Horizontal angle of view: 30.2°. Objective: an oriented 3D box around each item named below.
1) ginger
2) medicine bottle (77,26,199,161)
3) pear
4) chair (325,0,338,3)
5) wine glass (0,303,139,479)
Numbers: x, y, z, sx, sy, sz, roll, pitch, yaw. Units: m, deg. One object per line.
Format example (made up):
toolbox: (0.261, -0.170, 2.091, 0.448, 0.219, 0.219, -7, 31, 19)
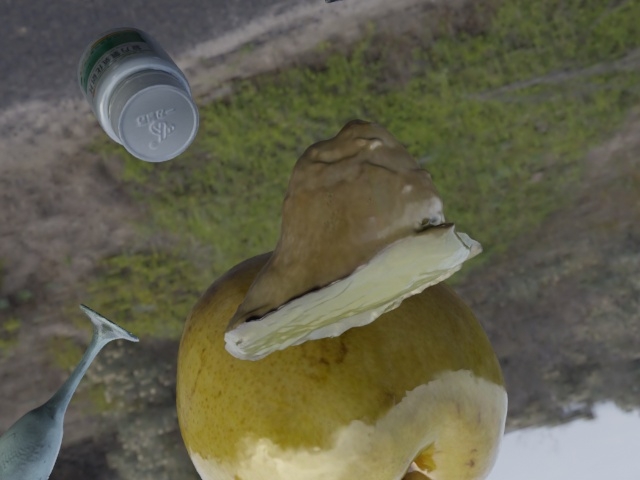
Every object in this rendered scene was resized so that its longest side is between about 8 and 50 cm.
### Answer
ginger: (-0.002, 0.004, 0.826, 0.193, 0.123, 0.115, -31, 172, 10)
medicine bottle: (-0.148, -0.119, 0.971, 0.080, 0.080, 0.130, -15, -149, -16)
pear: (0.013, 0.144, 1.110, 0.314, 0.314, 0.314, -17, 171, -3)
chair: (0.054, -0.283, 0.823, 0.154, 0.141, 0.260, -42, -175, -11)
wine glass: (-0.315, 0.269, 1.595, 0.264, 0.310, 0.096, 23, 168, 39)
